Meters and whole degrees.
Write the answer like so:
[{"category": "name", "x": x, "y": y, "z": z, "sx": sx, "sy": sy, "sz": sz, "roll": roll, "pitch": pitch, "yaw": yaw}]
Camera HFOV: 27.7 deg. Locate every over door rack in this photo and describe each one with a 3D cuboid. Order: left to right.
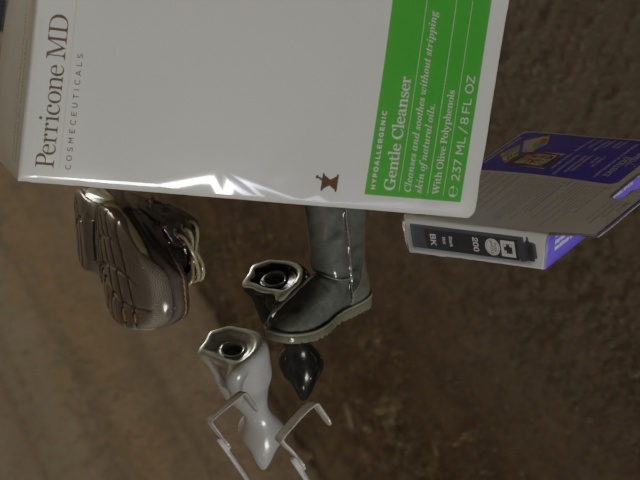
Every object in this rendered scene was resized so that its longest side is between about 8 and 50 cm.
[{"category": "over door rack", "x": -0.026, "y": 0.330, "z": 1.395, "sx": 0.239, "sy": 0.108, "sz": 0.324, "roll": -6, "pitch": 107, "yaw": 66}]

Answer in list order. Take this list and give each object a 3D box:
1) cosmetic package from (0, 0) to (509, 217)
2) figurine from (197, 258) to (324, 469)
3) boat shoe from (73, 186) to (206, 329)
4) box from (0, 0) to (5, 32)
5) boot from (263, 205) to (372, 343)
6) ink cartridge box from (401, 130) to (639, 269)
[{"category": "cosmetic package", "x": -0.058, "y": -0.134, "z": 1.017, "sx": 0.155, "sy": 0.365, "sz": 0.197, "roll": -150, "pitch": 64, "yaw": -65}, {"category": "figurine", "x": -0.064, "y": 0.172, "z": 1.744, "sx": 0.092, "sy": 0.215, "sz": 0.209, "roll": 6, "pitch": 133, "yaw": 27}, {"category": "boat shoe", "x": -0.202, "y": 0.004, "z": 1.543, "sx": 0.355, "sy": 0.130, "sz": 0.132, "roll": -139, "pitch": 45, "yaw": -61}, {"category": "box", "x": -0.197, "y": -0.463, "z": 1.641, "sx": 0.472, "sy": 0.297, "sz": 0.480, "roll": -22, "pitch": 94, "yaw": 17}, {"category": "boot", "x": -0.002, "y": 0.000, "z": 1.529, "sx": 0.076, "sy": 0.189, "sz": 0.208, "roll": 16, "pitch": 118, "yaw": 32}, {"category": "ink cartridge box", "x": 0.216, "y": -0.039, "z": 1.173, "sx": 0.208, "sy": 0.206, "sz": 0.045, "roll": 7, "pitch": 120, "yaw": 44}]
